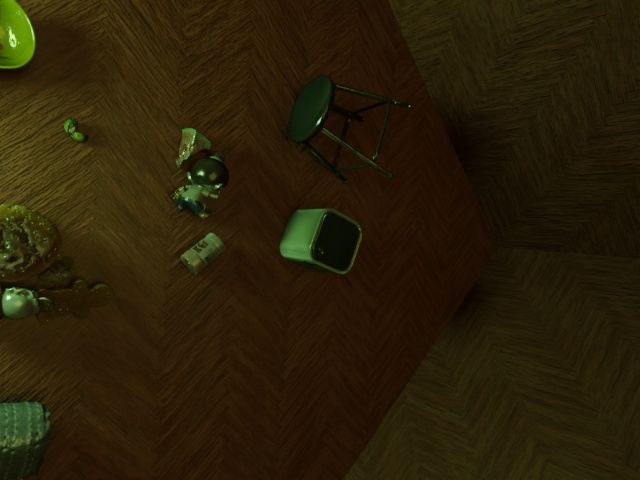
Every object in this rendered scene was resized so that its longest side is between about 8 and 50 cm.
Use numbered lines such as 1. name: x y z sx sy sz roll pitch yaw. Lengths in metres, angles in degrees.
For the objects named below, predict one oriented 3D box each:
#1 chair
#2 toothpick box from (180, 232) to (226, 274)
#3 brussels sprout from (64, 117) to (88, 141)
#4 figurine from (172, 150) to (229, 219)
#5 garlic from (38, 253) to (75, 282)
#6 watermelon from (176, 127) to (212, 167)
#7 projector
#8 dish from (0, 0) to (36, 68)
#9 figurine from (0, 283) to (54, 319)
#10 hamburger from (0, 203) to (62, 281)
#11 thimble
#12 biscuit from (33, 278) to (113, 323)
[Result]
1. chair: 0.101 -0.502 2.020 0.411 0.362 0.364 20 82 -32
2. toothpick box: -0.459 0.051 1.777 0.149 0.099 0.098 -44 118 -28
3. brussels sprout: -0.815 -0.363 1.505 0.051 0.046 0.083 -41 117 -21
4. figurine: -0.440 -0.220 1.749 0.275 0.161 0.158 -64 166 -12
5. garlic: -0.863 0.100 1.487 0.113 0.094 0.074 -37 147 -30
6. watermelon: -0.498 -0.363 1.721 0.158 0.098 0.121 -38 114 -25
7. projector: 0.000 0.000 2.032 0.249 0.249 0.248 26 78 -35
8. dish: -0.987 -0.597 1.316 0.263 0.108 0.220 -25 109 -35
9. figurine: -0.960 0.194 1.358 0.272 0.143 0.143 13 85 -9
10. hamburger: -0.953 0.009 1.376 0.286 0.146 0.242 -11 94 -36
11. thimble: -0.942 0.617 1.386 0.172 0.205 0.236 15 84 -38
12. biscuit: -0.829 0.198 1.525 0.241 0.035 0.158 -8 122 -38
